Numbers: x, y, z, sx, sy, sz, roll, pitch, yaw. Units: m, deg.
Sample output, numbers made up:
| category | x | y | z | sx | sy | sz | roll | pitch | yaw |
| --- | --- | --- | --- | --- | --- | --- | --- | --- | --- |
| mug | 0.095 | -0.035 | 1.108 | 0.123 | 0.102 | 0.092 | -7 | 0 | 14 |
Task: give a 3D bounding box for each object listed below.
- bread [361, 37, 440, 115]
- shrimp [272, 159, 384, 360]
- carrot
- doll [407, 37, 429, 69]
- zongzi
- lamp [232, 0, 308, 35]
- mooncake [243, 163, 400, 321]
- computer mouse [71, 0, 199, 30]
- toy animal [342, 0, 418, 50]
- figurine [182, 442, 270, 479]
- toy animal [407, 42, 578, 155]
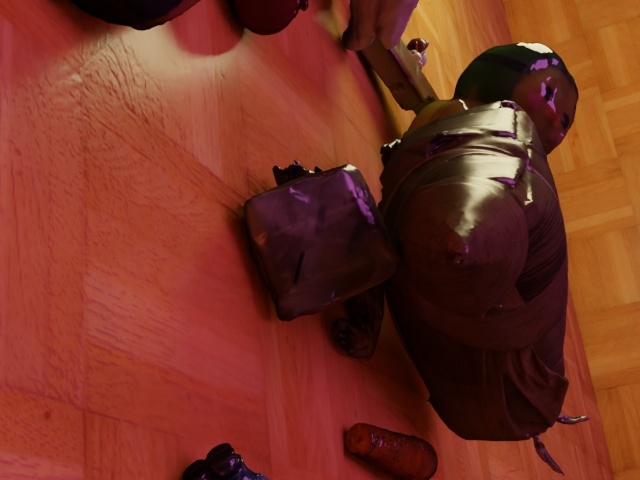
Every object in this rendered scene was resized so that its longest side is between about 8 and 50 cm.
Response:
| category | x | y | z | sx | sy | sz | roll | pitch | yaw |
| --- | --- | --- | --- | --- | --- | --- | --- | --- | --- |
| bread | 0.124 | -0.262 | 1.458 | 0.226 | 0.049 | 0.088 | 51 | 27 | -29 |
| shrimp | 0.016 | 0.029 | 1.000 | 0.296 | 0.058 | 0.169 | 47 | 35 | -57 |
| carrot | 0.079 | 0.228 | 1.008 | 0.161 | 0.055 | 0.055 | 39 | 40 | -54 |
| doll | 0.175 | -0.343 | 1.716 | 0.085 | 0.040 | 0.058 | -25 | 108 | -70 |
| zongzi | 0.169 | 0.137 | 1.022 | 0.467 | 0.218 | 0.500 | -59 | 140 | -64 |
| lamp | -0.054 | -0.267 | 0.986 | 0.101 | 0.090 | 0.101 | 16 | 90 | -87 |
| mooncake | 0.000 | 0.000 | 0.877 | 0.073 | 0.130 | 0.125 | -178 | -112 | -77 |
| computer mouse | -0.130 | -0.280 | 0.765 | 0.183 | 0.116 | 0.323 | 62 | 23 | -16 |
| toy animal | 0.037 | -0.432 | 1.280 | 0.188 | 0.266 | 0.308 | 7 | 111 | -53 |
| figurine | -0.051 | 0.213 | 0.680 | 0.136 | 0.077 | 0.079 | 56 | -13 | -5 |
| toy animal | 0.238 | -0.156 | 1.414 | 0.191 | 0.338 | 0.216 | 32 | -11 | 48 |
